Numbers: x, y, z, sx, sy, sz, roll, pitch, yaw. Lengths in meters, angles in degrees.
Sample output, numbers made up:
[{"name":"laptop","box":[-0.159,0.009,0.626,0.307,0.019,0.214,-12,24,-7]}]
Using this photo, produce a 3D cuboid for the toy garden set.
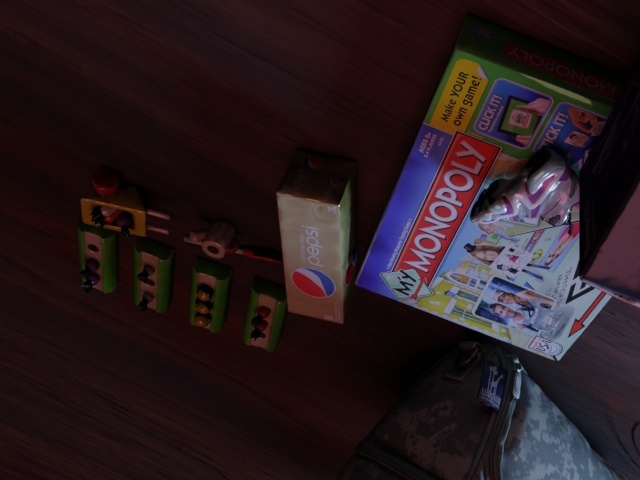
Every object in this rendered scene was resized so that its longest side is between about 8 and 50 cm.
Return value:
[{"name":"toy garden set","box":[-0.153,0.034,1.093,0.244,0.049,0.204,19,143,4]}]

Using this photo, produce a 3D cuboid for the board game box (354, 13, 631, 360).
[{"name":"board game box","box":[0.169,-0.026,0.868,0.213,0.046,0.317,20,143,1]}]

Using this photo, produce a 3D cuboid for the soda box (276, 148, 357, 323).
[{"name":"soda box","box":[0.000,0.000,0.971,0.061,0.058,0.181,12,142,12]}]

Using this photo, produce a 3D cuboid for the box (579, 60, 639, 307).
[{"name":"box","box":[0.254,-0.070,0.641,0.108,0.153,0.207,22,122,0]}]

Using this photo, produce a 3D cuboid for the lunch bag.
[{"name":"lunch bag","box":[0.182,0.282,1.074,0.305,0.256,0.212,44,163,-28]}]

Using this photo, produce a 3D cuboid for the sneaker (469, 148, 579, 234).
[{"name":"sneaker","box":[0.169,-0.024,0.800,0.069,0.038,0.098,36,140,-16]}]
